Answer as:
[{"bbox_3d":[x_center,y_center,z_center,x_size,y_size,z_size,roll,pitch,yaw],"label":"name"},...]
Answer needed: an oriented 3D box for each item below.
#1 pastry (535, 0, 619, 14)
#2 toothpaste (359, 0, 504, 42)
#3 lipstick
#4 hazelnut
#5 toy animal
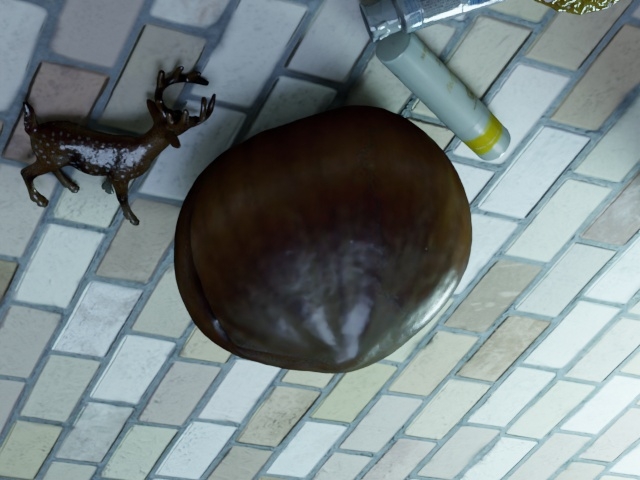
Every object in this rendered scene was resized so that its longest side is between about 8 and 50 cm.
[{"bbox_3d":[0.306,-0.362,1.620,0.188,0.103,0.189,-9,137,-9],"label":"pastry"},{"bbox_3d":[0.167,-0.308,1.711,0.234,0.057,0.089,-19,139,0],"label":"toothpaste"},{"bbox_3d":[0.167,-0.194,1.841,0.059,0.059,0.264,-30,137,23],"label":"lipstick"},{"bbox_3d":[0.000,0.000,1.844,0.409,0.359,0.359,-25,140,4],"label":"hazelnut"},{"bbox_3d":[-0.270,-0.122,1.813,0.243,0.087,0.260,1,143,-16],"label":"toy animal"}]
